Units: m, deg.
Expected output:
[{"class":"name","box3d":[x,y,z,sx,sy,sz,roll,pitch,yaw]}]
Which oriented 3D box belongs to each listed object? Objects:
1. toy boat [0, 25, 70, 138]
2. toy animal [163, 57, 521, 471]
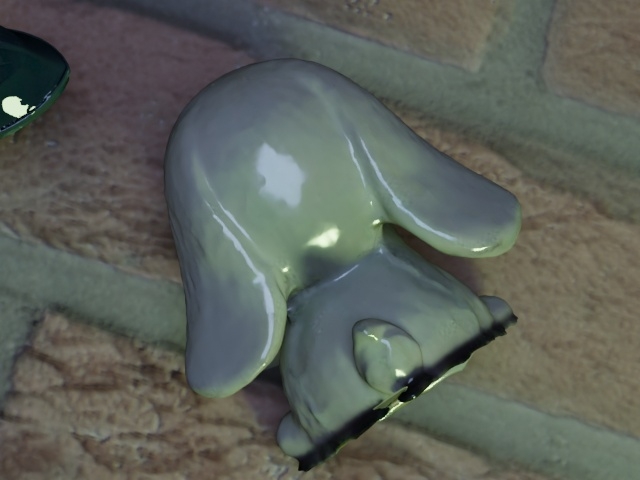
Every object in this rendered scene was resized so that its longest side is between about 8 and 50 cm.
[{"class":"toy boat","box3d":[-0.326,-0.101,1.424,0.296,0.122,0.114,-8,63,6]},{"class":"toy animal","box3d":[-0.003,0.019,1.397,0.289,0.174,0.249,35,81,1]}]
